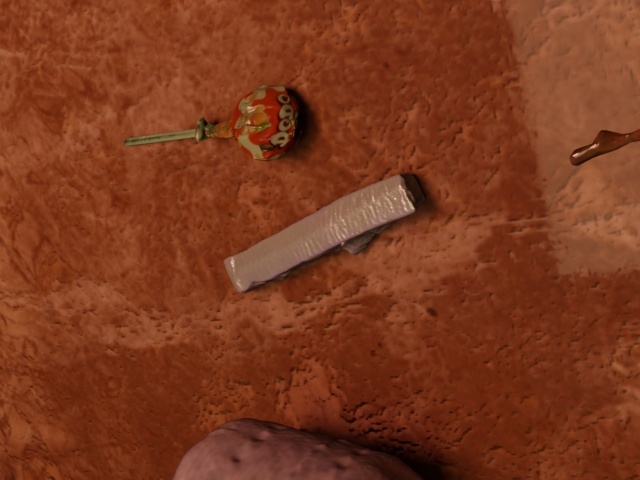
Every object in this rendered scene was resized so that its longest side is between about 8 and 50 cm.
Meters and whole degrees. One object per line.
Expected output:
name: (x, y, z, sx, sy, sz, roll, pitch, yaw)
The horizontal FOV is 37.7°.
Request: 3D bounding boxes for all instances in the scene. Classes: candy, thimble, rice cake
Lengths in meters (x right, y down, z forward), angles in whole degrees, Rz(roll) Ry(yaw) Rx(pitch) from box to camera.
candy: (-0.090, -0.084, 0.721, 0.185, 0.049, 0.055, -1, 76, 38)
thimble: (-0.012, 0.259, 0.679, 0.157, 0.217, 0.245, 9, 118, 30)
rice cake: (0.000, 0.000, 0.694, 0.180, 0.030, 0.042, -26, 87, 35)

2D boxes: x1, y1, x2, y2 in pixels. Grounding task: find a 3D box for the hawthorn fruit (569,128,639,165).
hawthorn fruit: (0.245, -0.059, 0.416, 0.272, 0.242, 0.241, -14, 99, 37)
